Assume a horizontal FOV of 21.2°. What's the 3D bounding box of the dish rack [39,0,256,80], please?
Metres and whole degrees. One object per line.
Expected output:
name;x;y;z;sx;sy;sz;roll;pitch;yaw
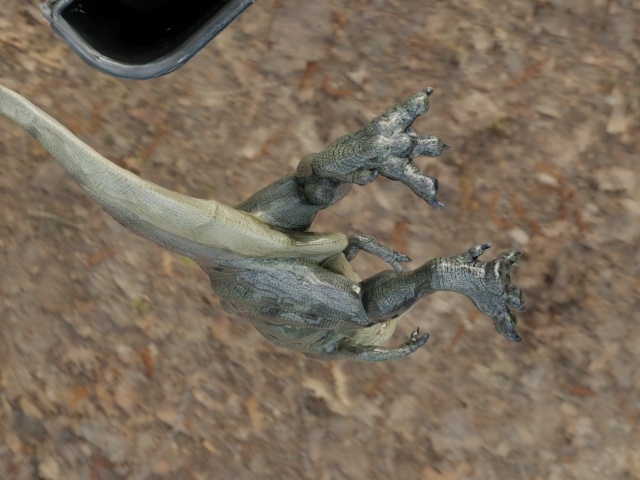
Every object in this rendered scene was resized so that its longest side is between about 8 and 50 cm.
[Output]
dish rack;-0.075;-0.212;0.542;0.208;0.074;0.271;-42;99;5

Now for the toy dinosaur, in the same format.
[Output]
toy dinosaur;0.000;0.000;0.604;0.268;0.118;0.064;38;48;-56
